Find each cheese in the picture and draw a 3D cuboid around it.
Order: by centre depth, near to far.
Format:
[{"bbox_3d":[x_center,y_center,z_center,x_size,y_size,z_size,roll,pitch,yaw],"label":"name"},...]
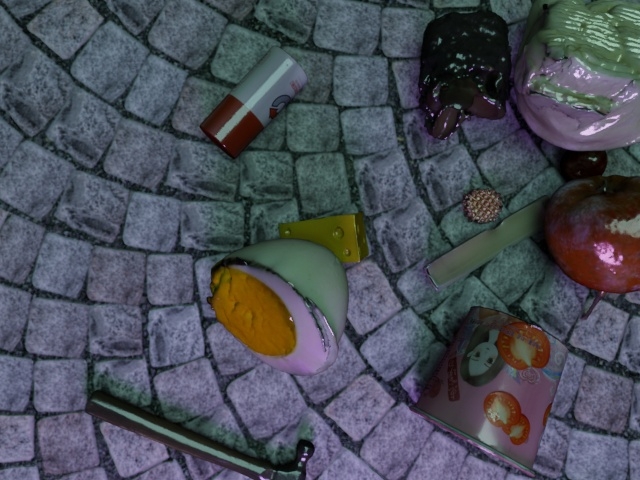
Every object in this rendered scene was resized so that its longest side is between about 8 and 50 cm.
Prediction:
[{"bbox_3d":[0.000,0.000,1.035,0.171,0.126,0.093,-6,94,14],"label":"cheese"}]

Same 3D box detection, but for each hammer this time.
[{"bbox_3d":[-0.238,0.391,1.014,0.439,0.044,0.168,24,84,-2],"label":"hammer"}]

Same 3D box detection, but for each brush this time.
[{"bbox_3d":[0.348,0.004,1.076,0.321,0.050,0.060,-28,87,-12],"label":"brush"}]

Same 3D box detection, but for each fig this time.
[{"bbox_3d":[0.552,-0.176,1.088,0.089,0.089,0.125,41,57,-1],"label":"fig"}]

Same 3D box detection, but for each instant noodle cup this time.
[{"bbox_3d":[0.321,0.268,0.973,0.243,0.243,0.231,30,78,-2],"label":"instant noodle cup"}]

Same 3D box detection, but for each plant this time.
[{"bbox_3d":[0.277,-0.311,1.013,0.178,0.204,0.234,-1,76,5],"label":"plant"}]

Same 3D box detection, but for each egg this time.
[{"bbox_3d":[-0.061,0.105,0.968,0.264,0.286,0.174,51,47,-7],"label":"egg"}]

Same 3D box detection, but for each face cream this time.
[{"bbox_3d":[-0.130,-0.268,1.027,0.096,0.096,0.214,42,86,-1],"label":"face cream"}]

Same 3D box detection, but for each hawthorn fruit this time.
[{"bbox_3d":[0.563,-0.011,0.994,0.263,0.235,0.231,45,77,-8],"label":"hawthorn fruit"}]

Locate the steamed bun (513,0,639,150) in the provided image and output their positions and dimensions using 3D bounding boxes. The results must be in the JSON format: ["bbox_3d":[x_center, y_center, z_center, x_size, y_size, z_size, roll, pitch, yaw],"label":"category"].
[{"bbox_3d":[0.508,-0.308,1.011,0.394,0.237,0.347,-19,56,-22],"label":"steamed bun"}]

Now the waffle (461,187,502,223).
[{"bbox_3d":[0.332,-0.071,1.083,0.083,0.029,0.075,-4,85,-1],"label":"waffle"}]
